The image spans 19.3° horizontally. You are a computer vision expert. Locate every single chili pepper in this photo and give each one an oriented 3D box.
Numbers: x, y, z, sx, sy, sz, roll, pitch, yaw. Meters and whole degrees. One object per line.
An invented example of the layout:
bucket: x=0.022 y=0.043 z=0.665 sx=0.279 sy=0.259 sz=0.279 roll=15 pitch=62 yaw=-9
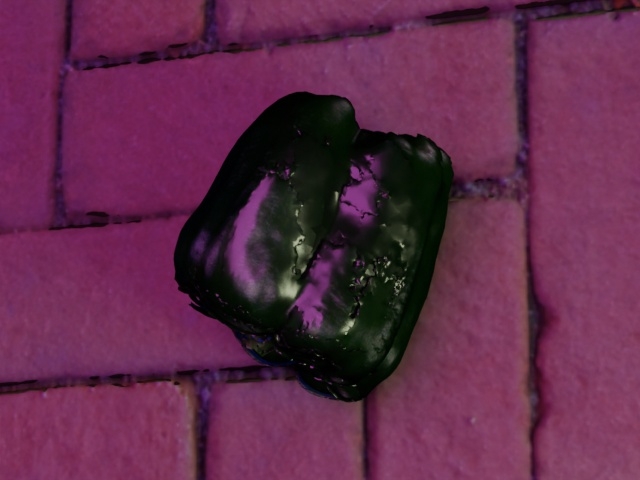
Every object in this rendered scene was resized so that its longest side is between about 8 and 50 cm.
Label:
chili pepper: x=0.000 y=0.000 z=1.721 sx=0.233 sy=0.248 sz=0.257 roll=27 pitch=85 yaw=-2
